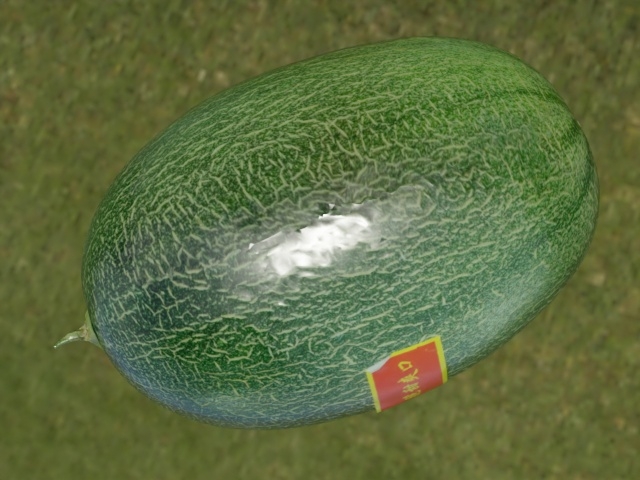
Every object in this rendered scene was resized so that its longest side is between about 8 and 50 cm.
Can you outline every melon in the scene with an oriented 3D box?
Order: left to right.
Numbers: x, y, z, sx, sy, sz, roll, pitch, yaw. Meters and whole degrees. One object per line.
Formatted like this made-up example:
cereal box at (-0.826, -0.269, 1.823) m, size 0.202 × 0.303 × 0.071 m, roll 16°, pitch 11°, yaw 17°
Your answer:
melon at (0.000, 0.000, 0.840) m, size 0.288 × 0.182 × 0.182 m, roll -19°, pitch 145°, yaw 0°
